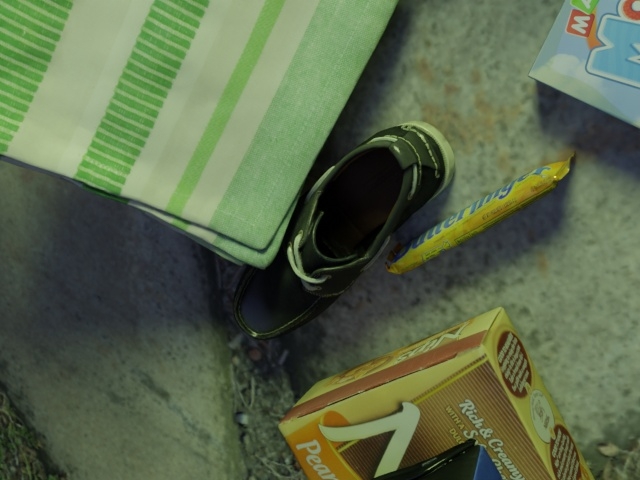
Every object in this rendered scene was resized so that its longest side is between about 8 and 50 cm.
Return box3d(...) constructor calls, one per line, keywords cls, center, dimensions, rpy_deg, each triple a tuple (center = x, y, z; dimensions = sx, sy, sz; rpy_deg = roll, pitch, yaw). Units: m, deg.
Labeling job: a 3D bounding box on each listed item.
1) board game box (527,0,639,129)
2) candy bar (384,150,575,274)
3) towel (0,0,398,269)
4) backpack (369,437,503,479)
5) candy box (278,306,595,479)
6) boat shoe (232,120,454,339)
box3d(cls="board game box", center=(0.259, -0.129, 0.528), dimensions=(0.211, 0.039, 0.160), rpy_deg=(29, 115, 14))
box3d(cls="candy bar", center=(0.113, -0.017, 0.627), dimensions=(0.161, 0.040, 0.018), rpy_deg=(-31, 101, 29))
box3d(cls="towel", center=(-0.135, -0.141, 0.596), dimensions=(0.325, 0.038, 0.248), rpy_deg=(23, 107, -12))
box3d(cls="backpack", center=(0.067, 0.210, 0.581), dimensions=(0.120, 0.098, 0.101), rpy_deg=(-24, 98, 25))
box3d(cls="candy box", center=(0.126, 0.232, 0.667), dimensions=(0.183, 0.087, 0.316), rpy_deg=(-27, 93, 26))
box3d(cls="boat shoe", center=(0.000, 0.000, 0.662), dimensions=(0.084, 0.079, 0.233), rpy_deg=(47, 119, 3))
